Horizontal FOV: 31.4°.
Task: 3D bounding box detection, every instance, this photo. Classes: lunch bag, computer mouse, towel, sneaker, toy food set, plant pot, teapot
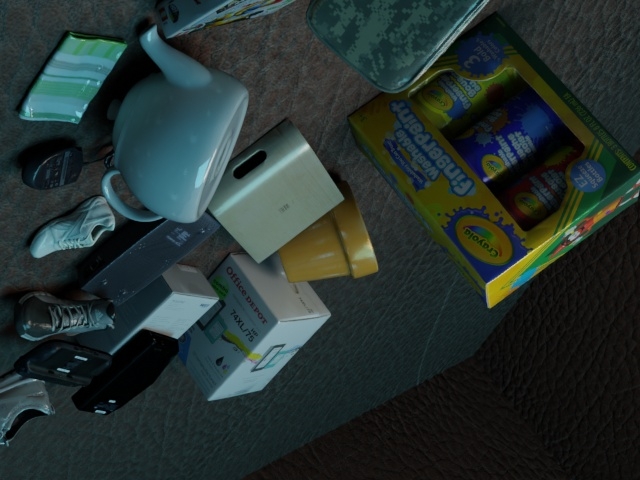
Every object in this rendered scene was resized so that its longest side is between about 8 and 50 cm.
[{"bbox_3d":[0.155,-0.409,1.748,0.305,0.212,0.256,-48,-173,28],"label":"lunch bag"},{"bbox_3d":[-0.364,-0.129,1.754,0.242,0.041,0.071,-19,137,-50],"label":"computer mouse"},{"bbox_3d":[-0.345,-0.224,1.590,0.152,0.023,0.113,-49,157,28],"label":"towel"},{"bbox_3d":[-0.439,0.129,2.030,0.132,0.086,0.228,-6,177,17],"label":"sneaker"},{"bbox_3d":[-0.410,-0.012,1.882,0.152,0.061,0.054,-33,161,-7],"label":"sneaker"},{"bbox_3d":[-0.648,0.356,2.195,0.281,0.115,0.105,-32,159,-12],"label":"sneaker"},{"bbox_3d":[-0.094,-0.093,2.201,0.219,0.092,0.306,-36,151,1],"label":"toy food set"},{"bbox_3d":[0.000,0.000,2.399,0.187,0.205,0.205,-20,158,-1],"label":"plant pot"},{"bbox_3d":[-0.231,-0.156,1.701,0.252,0.187,0.256,109,3,-84],"label":"teapot"}]

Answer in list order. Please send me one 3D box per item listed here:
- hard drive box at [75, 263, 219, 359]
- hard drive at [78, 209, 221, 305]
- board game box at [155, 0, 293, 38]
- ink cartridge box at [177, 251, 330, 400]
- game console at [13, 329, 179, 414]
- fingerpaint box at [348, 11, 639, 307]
[{"bbox_3d":[-0.346,0.153,2.285,0.232,0.089,0.181,-42,158,14],"label":"hard drive box"},{"bbox_3d":[-0.316,0.013,2.089,0.254,0.054,0.172,-38,159,3],"label":"hard drive"},{"bbox_3d":[-0.067,-0.353,1.522,0.193,0.053,0.305,-22,-175,-35],"label":"board game box"},{"bbox_3d":[-0.160,0.181,2.488,0.270,0.198,0.197,-49,156,26],"label":"ink cartridge box"},{"bbox_3d":[-0.427,0.238,2.173,0.213,0.044,0.361,-41,152,10],"label":"game console"},{"bbox_3d":[0.334,-0.161,2.211,0.371,0.445,0.163,-35,158,-4],"label":"fingerpaint box"}]
